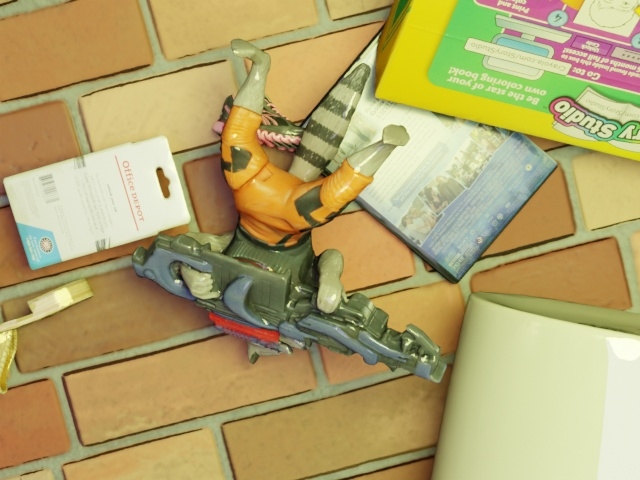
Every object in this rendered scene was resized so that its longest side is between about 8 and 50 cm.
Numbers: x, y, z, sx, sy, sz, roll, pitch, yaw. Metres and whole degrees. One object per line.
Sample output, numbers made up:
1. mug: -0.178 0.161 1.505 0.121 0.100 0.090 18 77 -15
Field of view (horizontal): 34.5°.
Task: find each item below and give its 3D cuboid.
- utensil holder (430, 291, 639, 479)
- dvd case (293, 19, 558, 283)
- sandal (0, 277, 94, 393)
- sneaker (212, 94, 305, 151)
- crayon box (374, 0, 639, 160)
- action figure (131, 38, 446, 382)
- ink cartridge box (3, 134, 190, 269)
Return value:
1. utensil holder: 0.264 0.267 1.049 0.328 0.327 0.385 8 93 -3
2. dvd case: 0.114 -0.097 1.155 0.253 0.022 0.180 40 93 -6
3. sandal: -0.350 0.126 1.122 0.240 0.088 0.079 -25 90 -5
4. sneaker: -0.057 -0.132 1.125 0.119 0.047 0.057 12 79 14
5. crayon box: 0.270 -0.240 1.006 0.363 0.106 0.313 13 138 -8
6. action figure: 0.000 0.000 1.063 0.341 0.178 0.330 25 123 8
7. ink cartridge box: -0.238 -0.044 1.123 0.180 0.060 0.104 -16 95 -1
